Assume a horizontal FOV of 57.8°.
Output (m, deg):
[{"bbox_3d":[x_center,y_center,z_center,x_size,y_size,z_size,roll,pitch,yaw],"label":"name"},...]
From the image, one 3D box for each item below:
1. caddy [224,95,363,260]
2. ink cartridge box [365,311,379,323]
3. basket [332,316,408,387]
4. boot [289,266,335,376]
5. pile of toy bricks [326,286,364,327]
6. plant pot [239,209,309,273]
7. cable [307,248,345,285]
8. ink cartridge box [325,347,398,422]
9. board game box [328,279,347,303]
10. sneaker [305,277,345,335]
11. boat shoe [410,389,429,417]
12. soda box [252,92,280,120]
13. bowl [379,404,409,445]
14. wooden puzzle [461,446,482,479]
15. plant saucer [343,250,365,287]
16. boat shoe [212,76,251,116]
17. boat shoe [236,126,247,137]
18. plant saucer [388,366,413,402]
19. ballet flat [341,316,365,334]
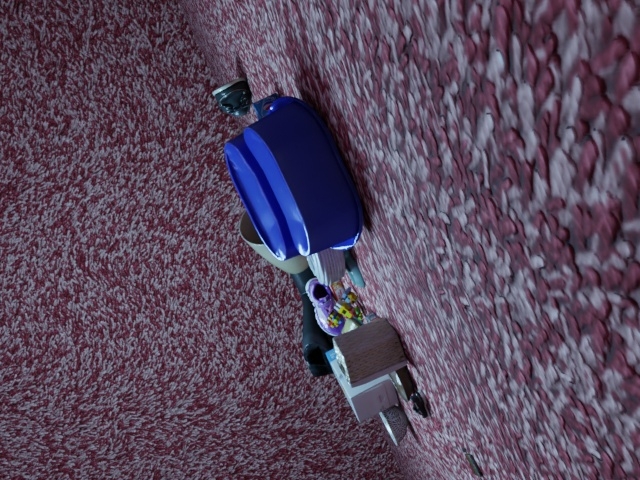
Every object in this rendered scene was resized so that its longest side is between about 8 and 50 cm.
[{"bbox_3d":[-0.043,-0.120,1.189,0.241,0.179,0.341,-12,104,61],"label":"caddy"},{"bbox_3d":[0.162,0.247,1.634,0.063,0.029,0.115,65,175,-10],"label":"ink cartridge box"},{"bbox_3d":[0.124,0.285,1.499,0.113,0.167,0.103,-129,20,-64],"label":"basket"},{"bbox_3d":[-0.047,0.269,2.319,0.367,0.146,0.445,54,-155,-35],"label":"boot"},{"bbox_3d":[0.099,0.239,1.921,0.105,0.118,0.212,35,152,7],"label":"pile of toy bricks"},{"bbox_3d":[-0.137,-0.001,2.196,0.256,0.256,0.274,59,176,43],"label":"plant pot"},{"bbox_3d":[0.000,0.000,1.614,0.257,0.089,0.257,79,171,-46],"label":"cable"},{"bbox_3d":[0.153,0.505,2.136,0.233,0.168,0.171,56,170,48],"label":"ink cartridge box"},{"bbox_3d":[0.038,0.137,2.184,0.193,0.045,0.147,67,173,-26],"label":"board game box"},{"bbox_3d":[0.021,0.245,2.161,0.236,0.095,0.104,64,166,7],"label":"sneaker"},{"bbox_3d":[0.262,0.441,1.539,0.046,0.038,0.125,59,172,39],"label":"boat shoe"},{"bbox_3d":[-0.114,-0.290,1.562,0.067,0.071,0.210,59,172,32],"label":"soda box"},{"bbox_3d":[0.280,0.670,2.168,0.170,0.080,0.170,63,175,10],"label":"bowl"},{"bbox_3d":[0.335,0.491,1.270,0.083,0.006,0.049,63,174,15],"label":"wooden puzzle"},{"bbox_3d":[0.088,0.082,1.622,0.119,0.021,0.119,62,173,13],"label":"plant saucer"},{"bbox_3d":[-0.304,-0.500,2.084,0.113,0.127,0.340,64,176,-9],"label":"boat shoe"},{"bbox_3d":[-0.083,-0.163,1.491,0.335,0.112,0.095,46,179,11],"label":"boat shoe"},{"bbox_3d":[0.214,0.365,1.655,0.199,0.036,0.198,63,175,10],"label":"plant saucer"},{"bbox_3d":[0.112,0.324,1.829,0.123,0.123,0.348,62,180,16],"label":"ballet flat"}]
